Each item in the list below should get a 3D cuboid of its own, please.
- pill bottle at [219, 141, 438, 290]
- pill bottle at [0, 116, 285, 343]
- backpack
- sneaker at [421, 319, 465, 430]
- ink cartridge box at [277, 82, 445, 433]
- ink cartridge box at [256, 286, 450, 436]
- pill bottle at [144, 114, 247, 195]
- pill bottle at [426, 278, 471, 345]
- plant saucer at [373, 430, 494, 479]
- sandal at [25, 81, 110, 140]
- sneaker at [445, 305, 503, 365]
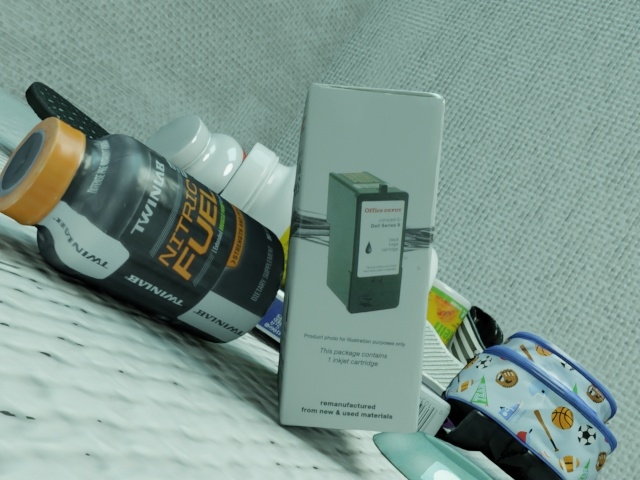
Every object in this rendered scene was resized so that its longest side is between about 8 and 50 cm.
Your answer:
[{"bbox_3d":[0.000,0.000,1.001,0.334,0.188,0.188,34,-2,-11],"label":"pill bottle"},{"bbox_3d":[-0.157,-0.008,0.582,0.245,0.130,0.130,35,-2,-39],"label":"pill bottle"},{"bbox_3d":[0.308,0.264,0.953,0.276,0.213,0.263,33,-8,16],"label":"backpack"},{"bbox_3d":[0.192,0.257,1.248,0.282,0.102,0.161,48,-28,18],"label":"sneaker"},{"bbox_3d":[0.029,0.013,0.633,0.121,0.289,0.211,5,0,-4],"label":"ink cartridge box"},{"bbox_3d":[0.013,0.165,1.037,0.324,0.071,0.330,34,-6,-8],"label":"ink cartridge box"},{"bbox_3d":[-0.181,-0.068,1.187,0.181,0.181,0.323,32,-18,48],"label":"pill bottle"},{"bbox_3d":[0.208,0.204,1.411,0.136,0.246,0.136,34,-2,1],"label":"pill bottle"},{"bbox_3d":[0.148,0.260,0.716,0.195,0.037,0.195,34,-3,2],"label":"plant saucer"},{"bbox_3d":[-0.354,-0.092,1.018,0.446,0.107,0.167,47,4,21],"label":"sandal"},{"bbox_3d":[0.311,0.274,1.553,0.169,0.257,0.447,34,-2,-12],"label":"sneaker"}]
